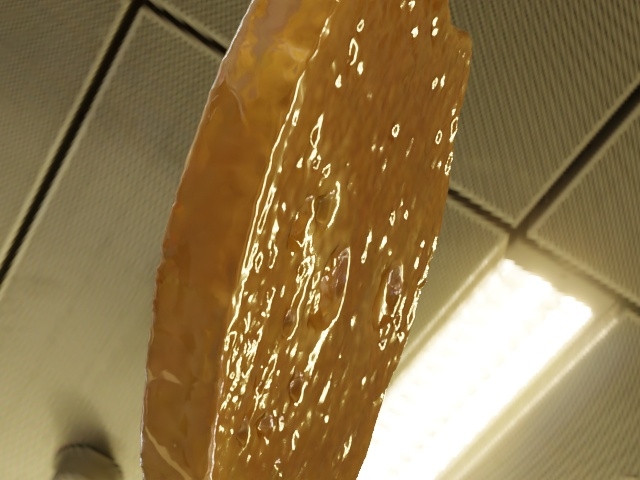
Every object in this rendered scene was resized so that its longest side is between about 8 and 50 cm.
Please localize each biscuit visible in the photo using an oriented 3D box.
[{"bbox_3d":[-0.002,-0.001,0.744,0.062,0.365,0.385,16,-93,20],"label":"biscuit"}]
